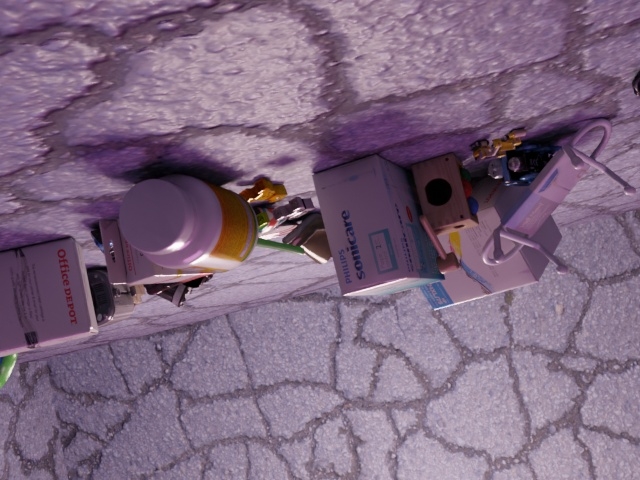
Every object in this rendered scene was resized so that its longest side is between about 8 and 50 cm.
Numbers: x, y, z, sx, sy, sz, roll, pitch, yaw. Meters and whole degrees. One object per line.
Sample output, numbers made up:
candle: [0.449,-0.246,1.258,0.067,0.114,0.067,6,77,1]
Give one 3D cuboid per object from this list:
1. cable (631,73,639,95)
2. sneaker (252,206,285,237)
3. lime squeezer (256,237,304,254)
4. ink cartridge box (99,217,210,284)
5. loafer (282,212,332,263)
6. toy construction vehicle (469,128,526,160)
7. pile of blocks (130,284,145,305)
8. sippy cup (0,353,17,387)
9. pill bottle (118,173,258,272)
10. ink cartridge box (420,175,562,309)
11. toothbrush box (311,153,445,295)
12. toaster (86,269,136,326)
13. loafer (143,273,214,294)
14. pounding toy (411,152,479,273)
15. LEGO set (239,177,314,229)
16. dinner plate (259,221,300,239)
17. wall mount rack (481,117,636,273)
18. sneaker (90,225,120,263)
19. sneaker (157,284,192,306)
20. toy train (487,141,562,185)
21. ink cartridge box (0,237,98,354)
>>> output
cable: [0.556,-0.249,1.219,0.184,0.047,0.150,-18,171,25]
sneaker: [-0.120,-0.025,1.619,0.075,0.057,0.161,-3,165,-28]
lime squeezer: [-0.191,0.003,1.547,0.310,0.059,0.110,2,148,10]
ink cartridge box: [-0.276,0.012,1.408,0.067,0.115,0.198,-17,172,30]
loafer: [0.000,0.000,1.813,0.094,0.087,0.251,-41,168,19]
toy construction vehicle: [0.314,-0.163,1.459,0.085,0.035,0.098,-10,171,-23]
pile of blocks: [-0.615,0.192,2.119,0.362,0.113,0.149,-13,172,1]
sippy cup: [-0.745,0.192,1.591,0.305,0.240,0.224,-47,153,10]
pill bottle: [-0.193,-0.024,1.222,0.136,0.136,0.245,-15,172,14]
ink cartridge box: [0.343,-0.005,1.804,0.270,0.197,0.198,-21,-163,41]
toothbrush box: [0.112,-0.018,1.492,0.126,0.216,0.295,-17,170,20]
toaster: [-0.531,0.143,1.866,0.227,0.129,0.146,-17,174,15]
loafer: [-0.309,0.074,1.860,0.109,0.095,0.302,-17,171,25]
pounding toy: [0.240,-0.049,1.514,0.094,0.206,0.181,-16,171,16]
LEGO set: [-0.101,-0.050,1.404,0.227,0.087,0.093,-27,169,35]
dinner plate: [-0.107,-0.022,1.815,0.141,0.017,0.141,-13,171,-2]
wall mount rack: [0.420,-0.061,1.496,0.304,0.130,0.350,12,120,-48]
sneaker: [-0.352,0.014,1.449,0.063,0.073,0.162,-13,172,1]
sneaker: [-0.358,0.093,2.011,0.106,0.078,0.234,22,-170,-4]
toy train: [0.401,-0.142,1.606,0.105,0.080,0.184,-13,175,44]
ink cartridge box: [-0.526,0.107,1.453,0.237,0.172,0.100,-12,172,-8]
